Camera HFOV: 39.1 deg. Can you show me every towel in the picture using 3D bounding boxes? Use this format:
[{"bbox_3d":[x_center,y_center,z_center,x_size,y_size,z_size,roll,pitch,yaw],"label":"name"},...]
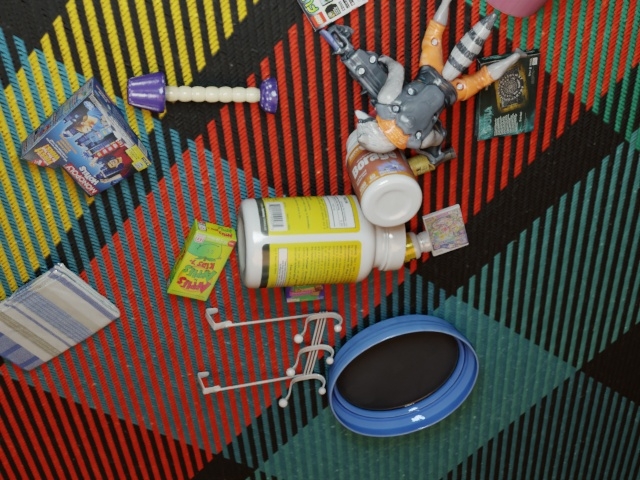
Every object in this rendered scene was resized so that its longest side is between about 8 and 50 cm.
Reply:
[{"bbox_3d":[-0.610,0.173,1.983,0.285,0.034,0.209,-31,131,15],"label":"towel"}]

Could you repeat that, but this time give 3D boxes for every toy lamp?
[{"bbox_3d":[-0.221,-0.275,1.681,0.275,0.080,0.080,-2,129,-16],"label":"toy lamp"}]

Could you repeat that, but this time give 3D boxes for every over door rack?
[{"bbox_3d":[-0.121,0.282,2.144,0.324,0.108,0.239,2,127,-15],"label":"over door rack"}]

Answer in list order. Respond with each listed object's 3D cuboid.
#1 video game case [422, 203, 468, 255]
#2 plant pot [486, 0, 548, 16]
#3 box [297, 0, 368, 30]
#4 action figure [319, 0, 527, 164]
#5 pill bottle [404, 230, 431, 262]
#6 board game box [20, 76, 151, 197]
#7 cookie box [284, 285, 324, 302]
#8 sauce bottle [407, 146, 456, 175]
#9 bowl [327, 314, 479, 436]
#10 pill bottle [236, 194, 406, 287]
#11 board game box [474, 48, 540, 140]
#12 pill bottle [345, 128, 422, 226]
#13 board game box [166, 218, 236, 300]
[{"bbox_3d":[0.285,-0.022,2.054,0.087,0.011,0.122,-19,131,2],"label":"video game case"},{"bbox_3d":[0.367,-0.501,1.574,0.201,0.201,0.180,6,143,-18],"label":"plant pot"},{"bbox_3d":[-0.011,-0.482,1.585,0.114,0.036,0.207,-27,130,9],"label":"box"},{"bbox_3d":[0.165,-0.306,1.650,0.341,0.178,0.330,38,94,-15],"label":"action figure"},{"bbox_3d":[0.188,0.017,2.028,0.116,0.065,0.065,-17,131,1],"label":"pill bottle"},{"bbox_3d":[-0.455,-0.182,1.709,0.194,0.060,0.194,-26,130,9],"label":"board game box"},{"bbox_3d":[-0.037,0.086,2.045,0.092,0.040,0.107,-5,129,-9],"label":"cookie box"},{"bbox_3d":[0.222,-0.165,1.901,0.128,0.042,0.042,-20,131,5],"label":"sauce bottle"},{"bbox_3d":[0.205,0.343,2.287,0.391,0.077,0.391,-8,130,-10],"label":"bowl"},{"bbox_3d":[0.000,0.000,1.886,0.334,0.188,0.188,-2,129,-11],"label":"pill bottle"},{"bbox_3d":[0.379,-0.295,1.842,0.126,0.026,0.186,-10,131,-5],"label":"board game box"},{"bbox_3d":[0.117,-0.134,1.785,0.121,0.216,0.121,-7,130,-9],"label":"pill bottle"},{"bbox_3d":[-0.259,0.045,1.955,0.092,0.043,0.181,14,124,-24],"label":"board game box"}]
